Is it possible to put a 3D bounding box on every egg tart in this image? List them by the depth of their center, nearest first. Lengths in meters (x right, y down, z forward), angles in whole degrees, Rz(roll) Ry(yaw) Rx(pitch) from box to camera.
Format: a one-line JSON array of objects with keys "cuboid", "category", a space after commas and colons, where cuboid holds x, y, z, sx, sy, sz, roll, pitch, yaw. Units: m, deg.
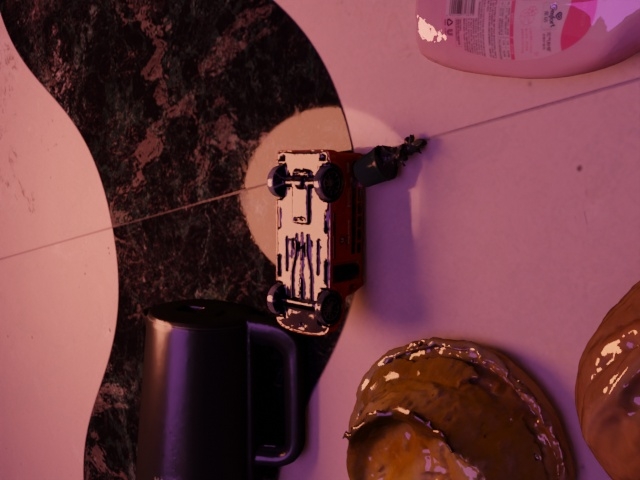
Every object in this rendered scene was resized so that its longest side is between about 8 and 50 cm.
[{"cuboid": [0.145, 0.296, 0.917, 0.345, 0.132, 0.346, 11, 106, 40], "category": "egg tart"}]

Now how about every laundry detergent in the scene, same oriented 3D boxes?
[{"cuboid": [0.258, -0.247, 0.752, 0.335, 0.087, 0.159, 15, 107, 39], "category": "laundry detergent"}]

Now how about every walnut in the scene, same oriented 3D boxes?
[{"cuboid": [0.351, 0.128, 0.648, 0.225, 0.224, 0.261, 49, 127, 26], "category": "walnut"}]

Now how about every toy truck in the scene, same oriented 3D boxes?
[{"cuboid": [0.000, 0.000, 1.013, 0.107, 0.114, 0.253, 6, 99, 41], "category": "toy truck"}]

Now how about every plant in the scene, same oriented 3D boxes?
[{"cuboid": [0.093, -0.107, 0.953, 0.102, 0.051, 0.051, -26, 79, 37], "category": "plant"}]

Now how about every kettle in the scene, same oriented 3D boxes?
[{"cuboid": [-0.176, 0.267, 1.166, 0.262, 0.203, 0.308, 12, 102, 43], "category": "kettle"}]
